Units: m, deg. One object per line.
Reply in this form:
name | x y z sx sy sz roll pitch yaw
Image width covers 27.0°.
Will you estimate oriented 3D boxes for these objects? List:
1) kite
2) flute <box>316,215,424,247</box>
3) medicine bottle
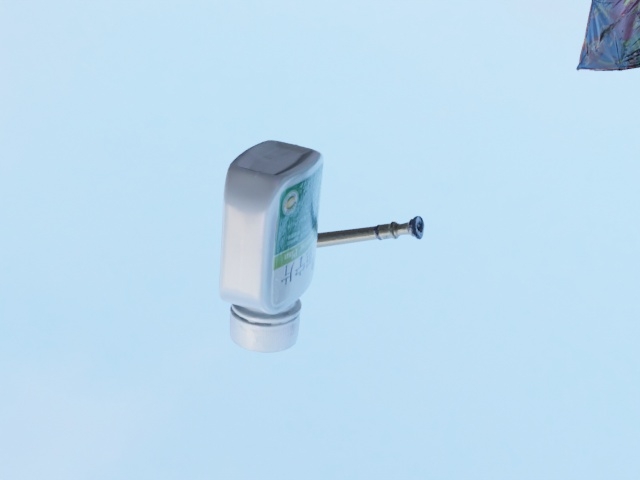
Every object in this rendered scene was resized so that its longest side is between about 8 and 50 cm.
kite | 0.276 -0.211 1.202 0.159 0.190 0.010 -47 -136 -14
flute | 0.000 0.000 1.414 0.233 0.027 0.027 -8 -144 28
medicine bottle | -0.046 0.008 1.214 0.069 0.183 0.119 15 -154 19
